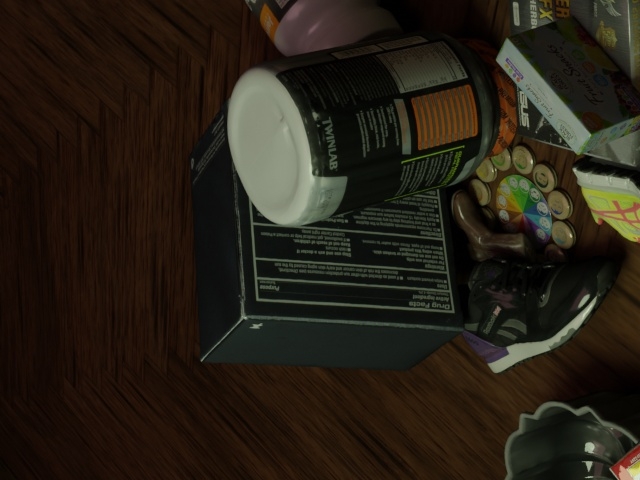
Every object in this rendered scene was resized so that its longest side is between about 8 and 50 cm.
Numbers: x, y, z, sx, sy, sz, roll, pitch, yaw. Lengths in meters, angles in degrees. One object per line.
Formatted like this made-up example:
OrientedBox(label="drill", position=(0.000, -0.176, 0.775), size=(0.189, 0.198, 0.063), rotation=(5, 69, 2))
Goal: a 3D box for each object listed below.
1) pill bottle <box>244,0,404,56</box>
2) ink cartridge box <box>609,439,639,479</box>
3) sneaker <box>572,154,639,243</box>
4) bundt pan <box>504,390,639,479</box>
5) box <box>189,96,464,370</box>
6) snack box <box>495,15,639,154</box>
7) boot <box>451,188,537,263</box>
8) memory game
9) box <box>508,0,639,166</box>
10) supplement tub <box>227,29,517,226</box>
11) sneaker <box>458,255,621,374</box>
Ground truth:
OrientedBox(label="pill bottle", position=(-0.020, -0.336, 1.921), size=(0.278, 0.162, 0.162), rotation=(57, 147, 18))
OrientedBox(label="ink cartridge box", position=(0.485, 0.219, 1.392), size=(0.272, 0.130, 0.309), rotation=(51, 122, 12))
OrientedBox(label="sneaker", position=(0.364, -0.036, 1.609), size=(0.208, 0.081, 0.094), rotation=(28, 138, 55))
OrientedBox(label="bundt pan", position=(0.372, 0.320, 1.762), size=(0.331, 0.124, 0.331), rotation=(35, 136, 41))
OrientedBox(label="box", position=(0.000, 0.000, 1.877), size=(0.183, 0.296, 0.294), rotation=(133, 137, -57))
OrientedBox(label="snack box", position=(0.263, -0.163, 1.542), size=(0.141, 0.100, 0.037), rotation=(53, 145, 21))
OrientedBox(label="boot", position=(0.219, -0.012, 1.849), size=(0.114, 0.037, 0.106), rotation=(14, 134, 57))
OrientedBox(label="memory game", position=(0.247, -0.034, 1.840), size=(0.186, 0.012, 0.186), rotation=(34, 135, 42))
OrientedBox(label="box", position=(0.289, -0.211, 1.623), size=(0.183, 0.056, 0.231), rotation=(24, 128, 50))
OrientedBox(label="supplement tub", position=(0.067, -0.140, 1.749), size=(0.193, 0.316, 0.194), rotation=(30, 127, 50))
OrientedBox(label="sneaker", position=(0.240, 0.070, 1.788), size=(0.124, 0.107, 0.283), rotation=(42, 147, -4))
